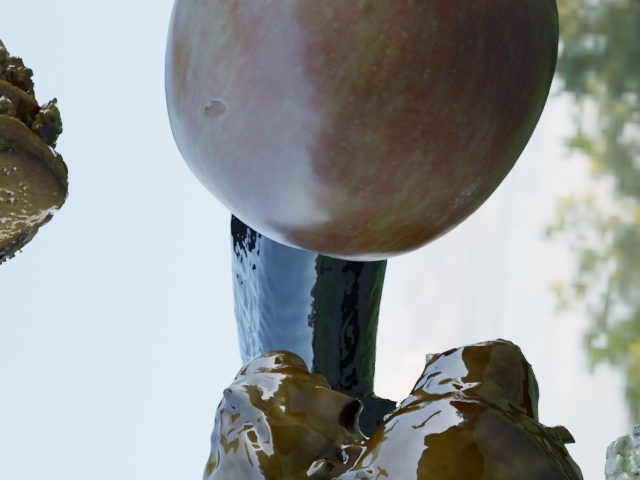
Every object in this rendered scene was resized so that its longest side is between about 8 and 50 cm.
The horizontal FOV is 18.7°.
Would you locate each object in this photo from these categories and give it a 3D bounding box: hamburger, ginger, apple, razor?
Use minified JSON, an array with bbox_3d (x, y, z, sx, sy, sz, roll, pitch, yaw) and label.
[{"bbox_3d":[-0.398,-0.084,2.000,0.260,0.245,0.211,113,141,-51],"label":"hamburger"},{"bbox_3d":[0.012,0.205,1.070,0.357,0.274,0.152,-45,-33,-5],"label":"ginger"},{"bbox_3d":[0.017,-0.086,0.947,0.174,0.188,0.188,-62,-1,23],"label":"apple"},{"bbox_3d":[-0.004,0.002,1.429,0.189,0.107,0.327,-127,38,-62],"label":"razor"}]

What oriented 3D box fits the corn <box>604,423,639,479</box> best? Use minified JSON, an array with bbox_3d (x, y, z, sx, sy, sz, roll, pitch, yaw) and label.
[{"bbox_3d":[0.182,0.160,0.786,0.087,0.087,0.211,78,171,-61],"label":"corn"}]
